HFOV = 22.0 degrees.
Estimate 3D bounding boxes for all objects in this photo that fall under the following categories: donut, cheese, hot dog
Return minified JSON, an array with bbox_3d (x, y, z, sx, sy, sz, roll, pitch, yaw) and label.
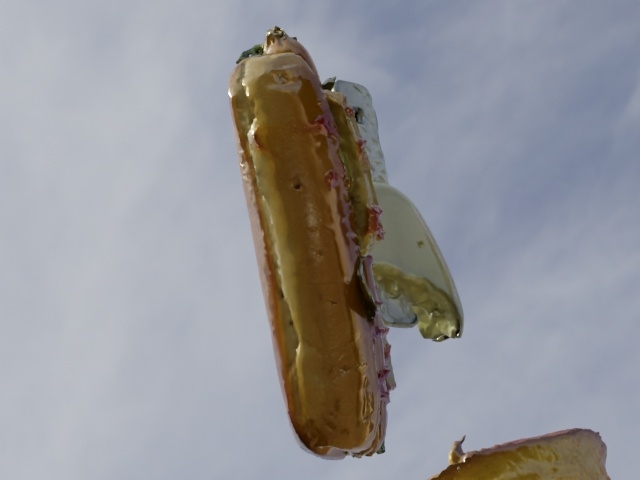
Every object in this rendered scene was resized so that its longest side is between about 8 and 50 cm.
[{"bbox_3d":[0.177,0.275,1.612,0.253,0.253,0.118,-50,-124,32],"label":"donut"},{"bbox_3d":[0.046,-0.029,1.365,0.127,0.235,0.050,9,-30,-34],"label":"cheese"},{"bbox_3d":[0.000,0.000,0.928,0.076,0.104,0.250,-9,-94,4],"label":"hot dog"}]
